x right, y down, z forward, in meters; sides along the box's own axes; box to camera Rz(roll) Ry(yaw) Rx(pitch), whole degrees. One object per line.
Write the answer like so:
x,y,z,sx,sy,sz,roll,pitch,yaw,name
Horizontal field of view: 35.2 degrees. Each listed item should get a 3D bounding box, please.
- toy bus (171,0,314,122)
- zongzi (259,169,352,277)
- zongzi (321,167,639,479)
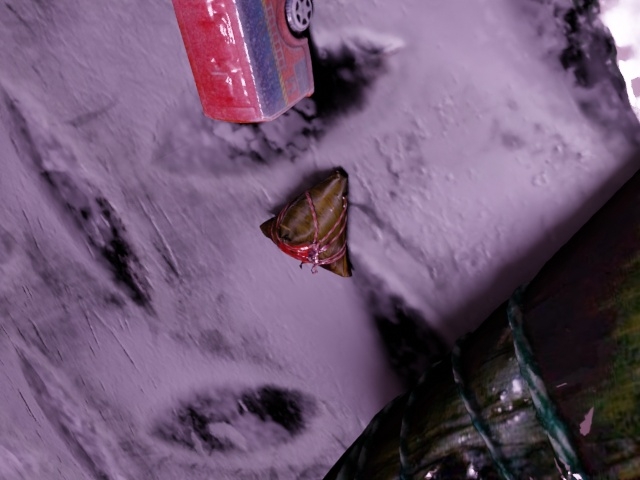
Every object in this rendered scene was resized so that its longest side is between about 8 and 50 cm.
-0.055,-0.166,0.601,0.065,0.077,0.192,6,126,30,toy bus
0.000,0.000,0.716,0.073,0.067,0.083,38,157,-9,zongzi
0.123,0.126,0.606,0.383,0.319,0.362,-8,108,22,zongzi
